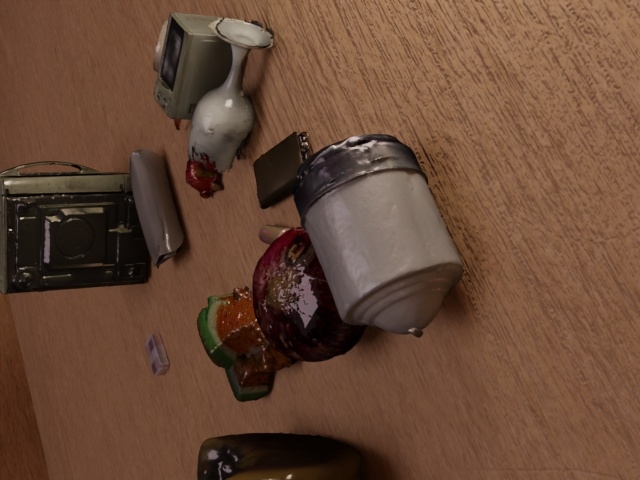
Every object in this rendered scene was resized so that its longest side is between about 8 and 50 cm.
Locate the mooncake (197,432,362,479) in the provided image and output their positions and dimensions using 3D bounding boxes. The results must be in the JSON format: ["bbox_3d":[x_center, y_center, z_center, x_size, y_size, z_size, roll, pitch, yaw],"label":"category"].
[{"bbox_3d":[-0.108,0.495,1.667,0.393,0.394,0.246,-9,89,32],"label":"mooncake"}]

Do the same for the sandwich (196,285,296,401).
[{"bbox_3d":[-0.163,0.211,1.933,0.301,0.162,0.250,-30,72,57],"label":"sandwich"}]

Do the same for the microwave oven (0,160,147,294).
[{"bbox_3d":[-0.681,-0.035,2.478,0.247,0.394,0.333,20,110,55],"label":"microwave oven"}]

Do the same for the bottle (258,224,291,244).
[{"bbox_3d":[-0.090,-0.008,1.902,0.096,0.045,0.045,14,105,58],"label":"bottle"}]

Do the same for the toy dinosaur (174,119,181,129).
[{"bbox_3d":[-0.329,-0.371,2.176,0.055,0.101,0.279,39,136,35],"label":"toy dinosaur"}]

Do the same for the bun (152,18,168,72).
[{"bbox_3d":[-0.341,-0.457,2.195,0.138,0.094,0.138,-166,90,-87],"label":"bun"}]

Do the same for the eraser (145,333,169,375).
[{"bbox_3d":[-0.443,0.309,2.491,0.065,0.026,0.105,-50,53,43],"label":"eraser"}]

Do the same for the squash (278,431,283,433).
[{"bbox_3d":[-0.058,0.485,1.904,0.052,0.052,0.183,-42,58,50],"label":"squash"}]

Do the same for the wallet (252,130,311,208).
[{"bbox_3d":[-0.077,-0.142,1.879,0.198,0.031,0.110,-27,70,55],"label":"wallet"}]

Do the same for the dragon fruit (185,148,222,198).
[{"bbox_3d":[-0.287,-0.160,2.165,0.112,0.068,0.126,-36,62,53],"label":"dragon fruit"}]

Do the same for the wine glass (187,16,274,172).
[{"bbox_3d":[-0.196,-0.305,1.946,0.143,0.143,0.321,51,136,41],"label":"wine glass"}]

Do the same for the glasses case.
[{"bbox_3d":[-0.422,-0.078,2.367,0.128,0.083,0.308,-48,55,55],"label":"glasses case"}]

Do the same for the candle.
[{"bbox_3d":[0.098,0.011,1.464,0.221,0.221,0.342,-45,58,49],"label":"candle"}]

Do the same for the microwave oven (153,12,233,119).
[{"bbox_3d":[-0.268,-0.382,2.022,0.129,0.163,0.205,49,131,42],"label":"microwave oven"}]

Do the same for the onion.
[{"bbox_3d":[-0.011,0.098,1.658,0.246,0.190,0.246,4,95,52],"label":"onion"}]
